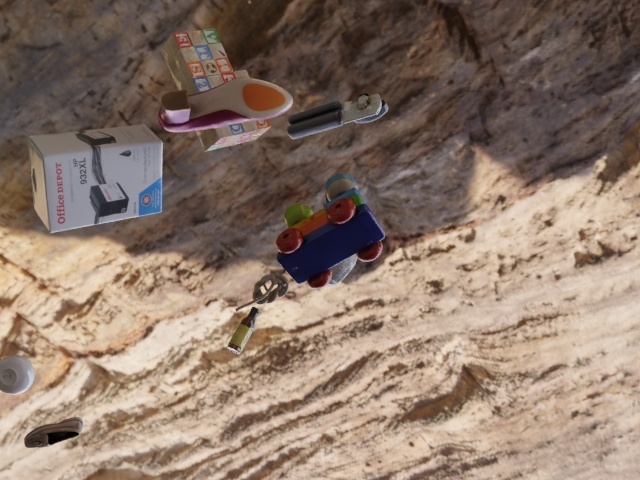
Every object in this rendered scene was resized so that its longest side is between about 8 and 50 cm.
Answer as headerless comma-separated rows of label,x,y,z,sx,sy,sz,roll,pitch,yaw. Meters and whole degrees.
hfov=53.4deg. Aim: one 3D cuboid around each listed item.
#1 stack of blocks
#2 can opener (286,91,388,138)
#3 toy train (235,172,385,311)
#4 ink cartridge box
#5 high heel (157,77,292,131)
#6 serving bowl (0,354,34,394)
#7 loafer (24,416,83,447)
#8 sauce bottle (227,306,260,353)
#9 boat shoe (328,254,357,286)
stack of blocks,-0.274,-0.399,1.674,0.171,0.297,0.087,-23,178,-39
can opener,0.043,-0.330,1.733,0.280,0.093,0.074,-10,-125,20
toy train,-0.034,-0.001,0.971,0.248,0.105,0.143,-29,-144,12
ink cartridge box,-0.587,-0.168,1.685,0.307,0.223,0.129,-14,-142,-34
high heel,-0.178,-0.239,1.188,0.244,0.117,0.082,-11,-99,-15
serving bowl,-0.638,0.279,1.314,0.083,0.083,0.027,-41,180,0
loafer,-0.560,0.408,1.332,0.125,0.045,0.039,-20,-146,-6
sauce bottle,-0.196,0.231,1.655,0.042,0.042,0.128,8,-121,39
boat shoe,0.000,0.000,1.347,0.121,0.119,0.335,-44,-170,-1
